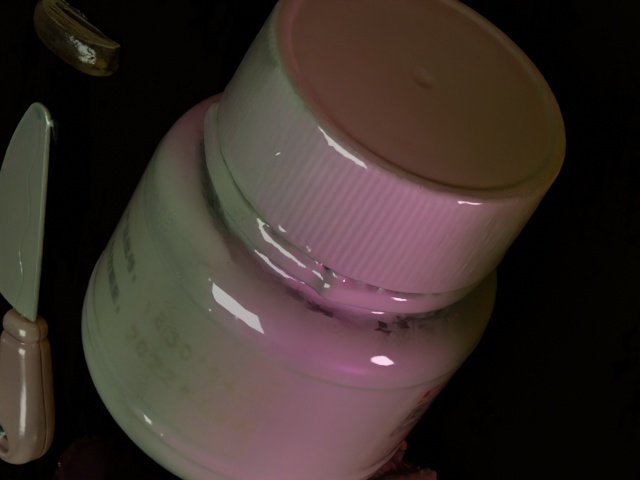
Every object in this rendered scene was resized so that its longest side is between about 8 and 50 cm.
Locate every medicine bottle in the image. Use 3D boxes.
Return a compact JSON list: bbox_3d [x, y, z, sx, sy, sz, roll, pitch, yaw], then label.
[{"bbox_3d":[0.000,0.000,1.240,0.241,0.241,0.302,45,133,15],"label":"medicine bottle"}]

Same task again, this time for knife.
[{"bbox_3d":[-0.251,0.034,1.628,0.081,0.043,0.336,26,119,37],"label":"knife"}]

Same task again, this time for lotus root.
[{"bbox_3d":[-0.192,-0.153,1.479,0.083,0.030,0.037,39,132,21],"label":"lotus root"}]

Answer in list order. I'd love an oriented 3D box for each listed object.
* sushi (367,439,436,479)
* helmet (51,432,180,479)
[{"bbox_3d":[-0.002,0.196,1.428,0.241,0.107,0.161,38,129,14],"label":"sushi"},{"bbox_3d":[-0.114,0.302,1.514,0.177,0.225,0.305,5,118,8],"label":"helmet"}]
